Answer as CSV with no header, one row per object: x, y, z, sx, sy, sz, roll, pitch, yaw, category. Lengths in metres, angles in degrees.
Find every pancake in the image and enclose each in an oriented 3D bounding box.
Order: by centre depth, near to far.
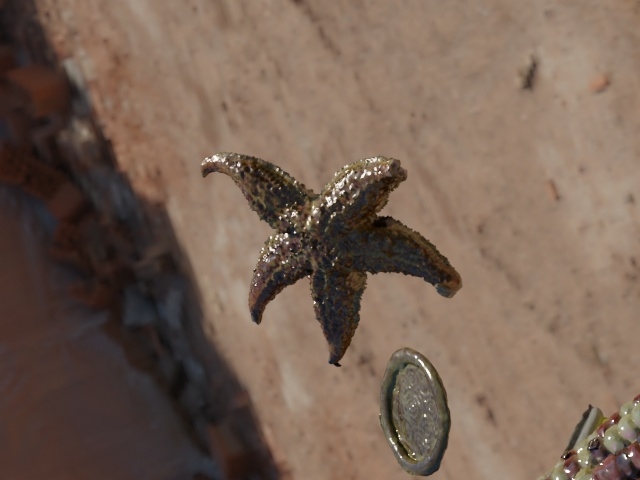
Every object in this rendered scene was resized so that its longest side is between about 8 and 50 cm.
0.080,0.149,1.461,0.115,0.011,0.115,5,95,62,pancake

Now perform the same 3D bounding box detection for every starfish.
-0.001,0.001,1.363,0.240,0.043,0.227,33,127,15,starfish

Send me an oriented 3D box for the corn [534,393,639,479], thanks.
0.132,0.123,0.767,0.079,0.237,0.079,44,-160,-20,corn

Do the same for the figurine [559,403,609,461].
0.287,0.228,1.085,0.308,0.143,0.309,11,115,25,figurine
